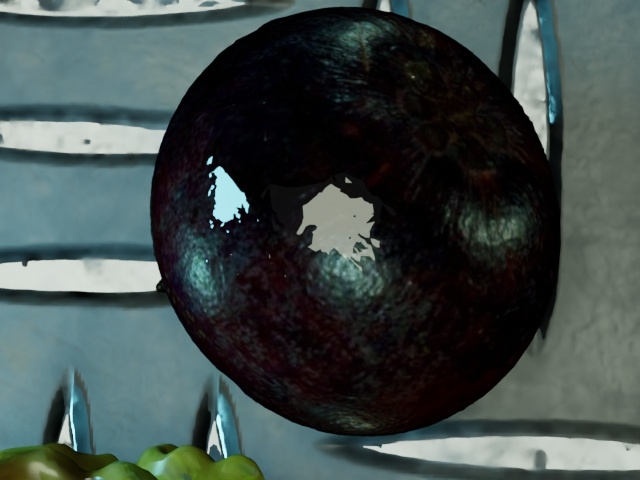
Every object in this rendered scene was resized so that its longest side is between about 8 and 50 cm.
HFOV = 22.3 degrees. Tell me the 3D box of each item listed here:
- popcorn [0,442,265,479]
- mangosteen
[{"bbox_3d":[-0.112,0.203,0.768,0.258,0.270,0.224,16,81,-42],"label":"popcorn"},{"bbox_3d":[0.010,0.001,0.813,0.216,0.216,0.216,0,83,1],"label":"mangosteen"}]
